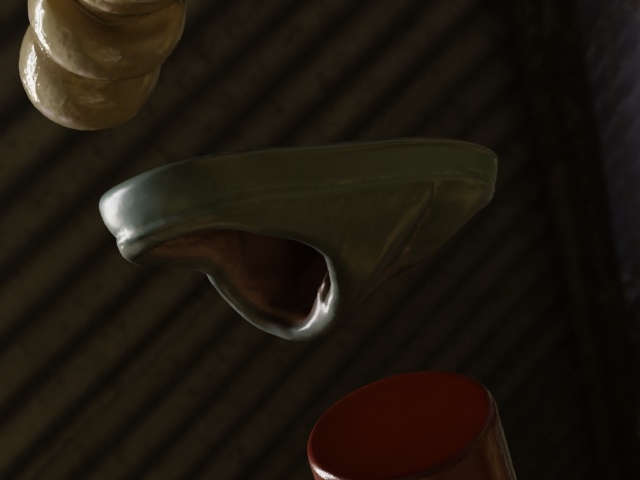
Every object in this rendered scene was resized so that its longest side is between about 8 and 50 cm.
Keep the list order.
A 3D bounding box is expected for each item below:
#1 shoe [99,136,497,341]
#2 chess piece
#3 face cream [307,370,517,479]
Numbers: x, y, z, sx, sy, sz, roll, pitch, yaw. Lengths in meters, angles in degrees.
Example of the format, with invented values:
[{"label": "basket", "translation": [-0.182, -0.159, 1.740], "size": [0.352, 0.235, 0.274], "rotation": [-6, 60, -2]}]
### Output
[{"label": "shoe", "translation": [0.000, 0.000, 0.848], "size": [0.251, 0.103, 0.100], "rotation": [-5, -92, -45]}, {"label": "chess piece", "translation": [-0.135, -0.172, 1.138], "size": [0.143, 0.143, 0.261], "rotation": [-28, -19, -31]}, {"label": "face cream", "translation": [0.065, 0.178, 0.836], "size": [0.096, 0.096, 0.214], "rotation": [-32, -61, -28]}]
